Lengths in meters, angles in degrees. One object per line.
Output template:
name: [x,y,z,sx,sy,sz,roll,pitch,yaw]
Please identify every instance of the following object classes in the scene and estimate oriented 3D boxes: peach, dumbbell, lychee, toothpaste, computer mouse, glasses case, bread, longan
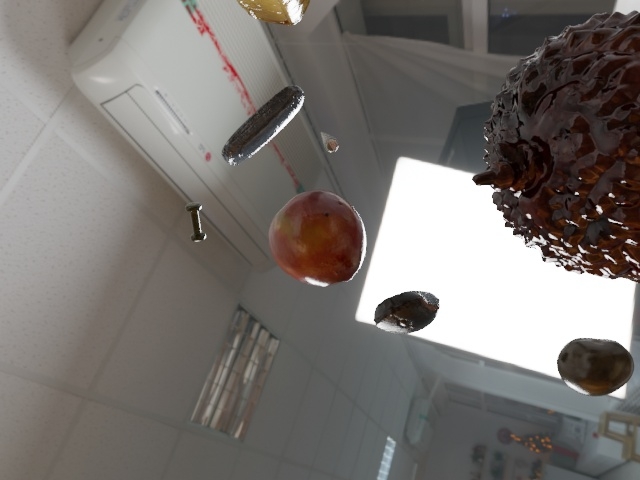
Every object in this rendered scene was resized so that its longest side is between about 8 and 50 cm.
peach: [0.000,0.000,1.887,0.388,0.389,0.387,10,-90,-67]
dumbbell: [-0.380,-0.056,1.520,0.052,0.046,0.117,-89,-4,-69]
lychee: [0.454,-0.139,0.789,0.501,0.425,0.424,-19,-57,-23]
toothpaste: [0.022,-0.240,1.209,0.033,0.052,0.218,-55,11,13]
computer mouse: [0.299,0.242,1.659,0.323,0.183,0.116,13,-134,-57]
glasses case: [-0.152,-0.310,1.350,0.282,0.067,0.109,-43,-10,-5]
bread: [-0.107,-0.566,1.098,0.288,0.153,0.119,-53,-26,-80]
longan: [0.741,0.338,1.350,0.167,0.187,0.167,-23,-90,-84]

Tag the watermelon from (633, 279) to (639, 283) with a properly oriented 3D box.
watermelon: [0.626,0.036,1.019,0.164,0.087,0.068,11,-68,-28]
